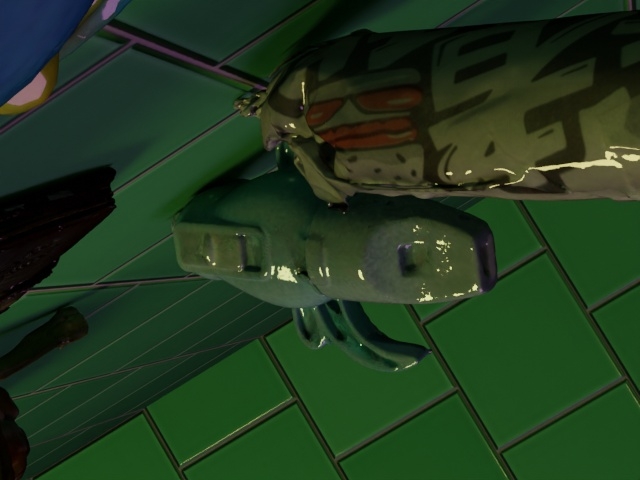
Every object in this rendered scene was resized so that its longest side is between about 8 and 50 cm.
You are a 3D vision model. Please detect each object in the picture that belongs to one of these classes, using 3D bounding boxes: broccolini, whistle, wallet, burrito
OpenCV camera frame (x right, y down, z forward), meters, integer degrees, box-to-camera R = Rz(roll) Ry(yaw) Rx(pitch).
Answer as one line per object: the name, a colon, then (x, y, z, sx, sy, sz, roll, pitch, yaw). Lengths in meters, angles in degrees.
broccolini: (-0.283, 0.104, 1.161, 0.071, 0.057, 0.254, -10, -163, 40)
whistle: (0.000, 0.000, 1.064, 0.274, 0.186, 0.093, 6, -160, 35)
wallet: (-0.217, 0.034, 0.913, 0.122, 0.031, 0.232, -21, 168, -49)
burrito: (0.120, -0.066, 0.774, 0.446, 0.101, 0.139, 1, -166, 33)

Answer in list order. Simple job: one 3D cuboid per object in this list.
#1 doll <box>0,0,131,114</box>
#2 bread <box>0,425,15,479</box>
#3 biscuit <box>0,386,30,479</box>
doll: (-0.063, -0.116, 0.292, 0.341, 0.099, 0.346, -45, 175, 14)
bread: (-0.273, 0.151, 0.734, 0.253, 0.227, 0.142, -28, 152, 33)
biscuit: (-0.394, 0.225, 1.266, 0.332, 0.103, 0.332, -30, 174, -3)
